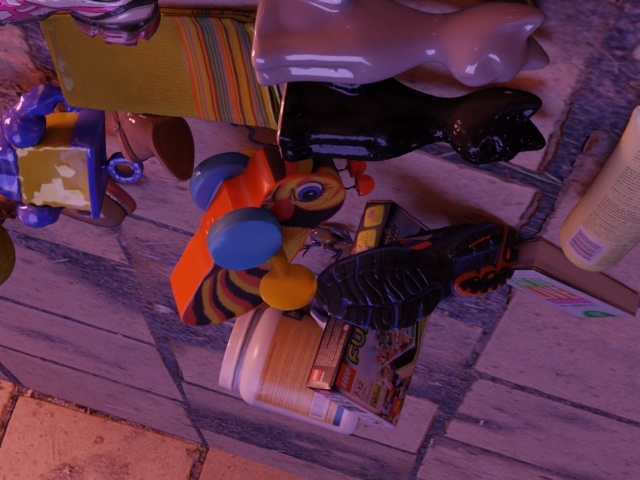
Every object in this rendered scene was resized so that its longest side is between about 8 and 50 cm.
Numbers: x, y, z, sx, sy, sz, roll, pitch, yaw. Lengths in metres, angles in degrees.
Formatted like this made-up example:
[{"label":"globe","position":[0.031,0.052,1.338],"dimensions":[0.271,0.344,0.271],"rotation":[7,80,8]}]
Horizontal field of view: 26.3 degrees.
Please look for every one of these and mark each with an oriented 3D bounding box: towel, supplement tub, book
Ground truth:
[{"label":"towel","position":[-0.139,-0.148,1.162],"dimensions":[0.237,0.021,0.102],"rotation":[8,124,31]},{"label":"supplement tub","position":[-0.027,0.173,1.894],"dimensions":[0.199,0.144,0.144],"rotation":[17,162,4]},{"label":"book","position":[0.246,0.043,1.426],"dimensions":[0.144,0.035,0.096],"rotation":[25,163,-27]}]

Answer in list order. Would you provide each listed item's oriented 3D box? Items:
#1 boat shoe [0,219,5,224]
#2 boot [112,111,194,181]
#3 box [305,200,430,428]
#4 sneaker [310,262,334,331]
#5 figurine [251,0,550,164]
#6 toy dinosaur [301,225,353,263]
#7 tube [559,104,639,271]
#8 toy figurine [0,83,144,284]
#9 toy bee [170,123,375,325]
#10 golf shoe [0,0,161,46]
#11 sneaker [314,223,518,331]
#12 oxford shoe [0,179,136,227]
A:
[{"label":"boat shoe","position":[-0.445,-0.068,1.753],"dimensions":[0.049,0.056,0.152],"rotation":[17,154,21]},{"label":"boot","position":[-0.162,-0.095,1.306],"dimensions":[0.042,0.118,0.087],"rotation":[-7,161,-34]},{"label":"box","position":[0.062,0.076,1.409],"dimensions":[0.036,0.207,0.114],"rotation":[1,156,44]},{"label":"sneaker","position":[0.053,0.094,1.691],"dimensions":[0.131,0.112,0.296],"rotation":[34,162,8]},{"label":"figurine","position":[0.068,-0.125,1.028],"dimensions":[0.209,0.092,0.215],"rotation":[7,160,10]},{"label":"toy dinosaur","position":[0.000,0.000,1.527],"dimensions":[0.090,0.047,0.082],"rotation":[18,-176,-35]},{"label":"tube","position":[0.261,-0.043,1.116],"dimensions":[0.070,0.062,0.240],"rotation":[-23,164,-16]},{"label":"toy figurine","position":[-0.291,-0.041,1.414],"dimensions":[0.217,0.191,0.362],"rotation":[-1,135,-5]},{"label":"toy bee","position":[-0.035,-0.026,1.289],"dimensions":[0.162,0.195,0.298],"rotation":[-1,158,-22]},{"label":"golf shoe","position":[-0.218,-0.210,1.078],"dimensions":[0.186,0.067,0.086],"rotation":[8,154,2]},{"label":"sneaker","position":[0.087,0.034,1.344],"dimensions":[0.221,0.083,0.087],"rotation":[-11,-169,-30]},{"label":"oxford shoe","position":[-0.385,-0.052,1.602],"dimensions":[0.348,0.130,0.123],"rotation":[14,162,15]}]
